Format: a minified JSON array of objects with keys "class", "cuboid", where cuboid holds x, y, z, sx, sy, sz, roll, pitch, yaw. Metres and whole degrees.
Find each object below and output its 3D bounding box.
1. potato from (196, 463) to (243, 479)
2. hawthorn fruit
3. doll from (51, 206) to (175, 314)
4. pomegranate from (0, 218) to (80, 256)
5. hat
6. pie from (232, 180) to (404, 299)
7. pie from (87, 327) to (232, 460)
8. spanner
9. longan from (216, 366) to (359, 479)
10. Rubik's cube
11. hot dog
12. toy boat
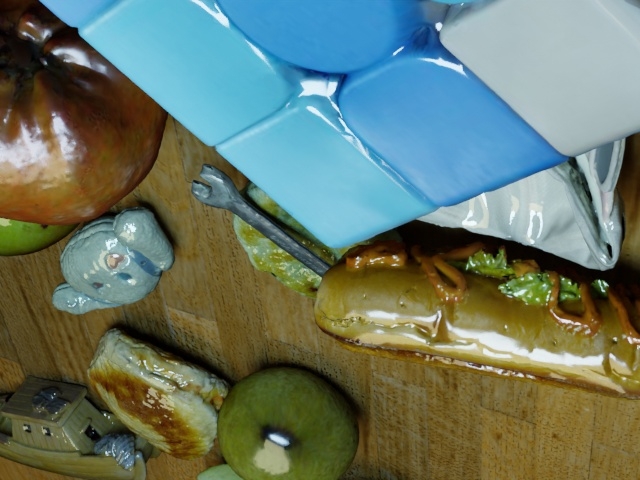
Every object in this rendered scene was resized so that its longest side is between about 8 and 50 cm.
[{"class":"potato","cuboid":[-0.069,0.327,2.191,0.120,0.081,0.149,42,176,35]},{"class":"hawthorn fruit","cuboid":[-0.237,-0.108,1.563,0.224,0.224,0.261,20,162,12]},{"class":"doll","cuboid":[-0.222,0.024,1.856,0.103,0.071,0.214,26,141,-21]},{"class":"pomegranate","cuboid":[-0.310,-0.077,1.719,0.159,0.159,0.205,13,126,22]},{"class":"hat","cuboid":[0.164,-0.091,1.413,0.219,0.164,0.226,18,107,20]},{"class":"pie","cuboid":[0.000,0.000,1.685,0.187,0.041,0.187,19,146,13]},{"class":"pie","cuboid":[-0.194,0.181,2.040,0.179,0.084,0.205,31,151,-6]},{"class":"spanner","cuboid":[-0.021,0.010,1.660,0.254,0.015,0.054,37,145,-16]},{"class":"longan","cuboid":[-0.035,0.210,1.931,0.145,0.176,0.155,-43,85,14]},{"class":"Rubik's cube","cuboid":[0.051,-0.254,1.011,0.344,0.347,0.346,41,145,-19]},{"class":"hot dog","cuboid":[0.167,0.062,1.536,0.349,0.117,0.158,9,-177,19]},{"class":"toy boat","cuboid":[-0.347,0.239,2.232,0.321,0.089,0.121,8,137,31]}]
